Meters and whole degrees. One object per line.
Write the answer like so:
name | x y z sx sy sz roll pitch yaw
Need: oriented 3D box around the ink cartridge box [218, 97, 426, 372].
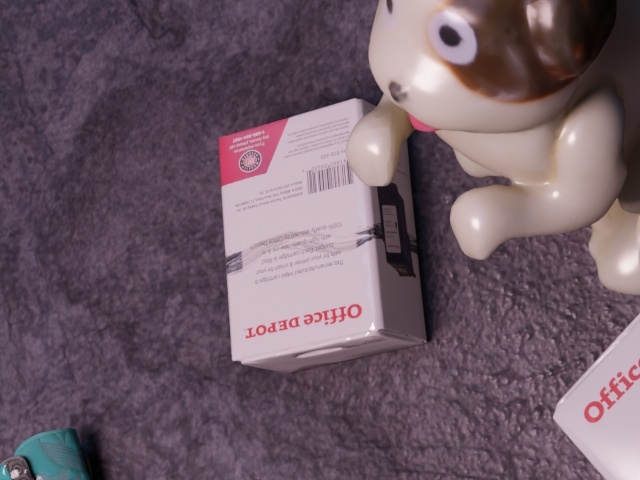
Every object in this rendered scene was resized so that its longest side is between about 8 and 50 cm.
ink cartridge box | 0.000 0.000 1.943 0.172 0.100 0.237 -14 72 29

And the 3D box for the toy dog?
toy dog | 0.201 -0.161 1.665 0.395 0.408 0.284 -47 60 16

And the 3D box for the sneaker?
sneaker | -0.249 0.284 2.034 0.295 0.124 0.178 -5 87 33

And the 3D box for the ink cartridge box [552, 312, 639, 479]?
ink cartridge box | 0.372 0.180 1.654 0.211 0.121 0.289 -48 59 14
